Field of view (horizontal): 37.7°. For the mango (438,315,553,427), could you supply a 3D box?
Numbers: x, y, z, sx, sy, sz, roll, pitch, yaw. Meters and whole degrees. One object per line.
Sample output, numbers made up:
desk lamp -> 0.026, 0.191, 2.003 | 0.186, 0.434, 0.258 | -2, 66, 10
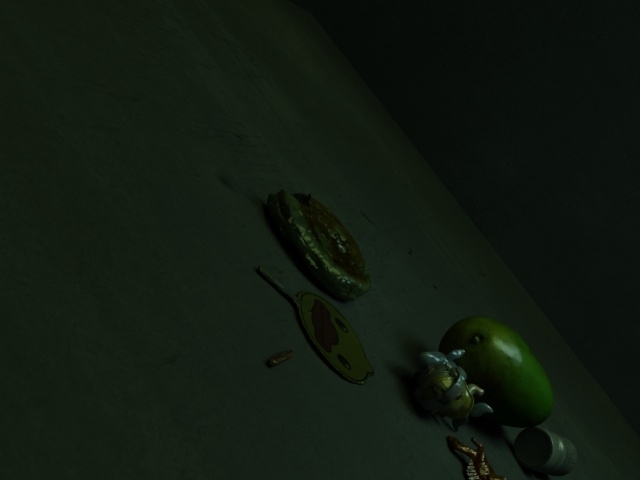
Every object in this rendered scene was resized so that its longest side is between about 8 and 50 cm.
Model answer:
mango -> 0.411, 0.316, 2.175 | 0.382, 0.225, 0.201 | 44, 58, -37

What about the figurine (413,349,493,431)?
figurine -> 0.270, 0.314, 1.974 | 0.208, 0.128, 0.184 | 51, 19, -13

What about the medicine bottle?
medicine bottle -> 0.549, 0.515, 2.279 | 0.168, 0.105, 0.105 | 29, 27, -50

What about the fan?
fan -> -0.002, 0.159, 1.802 | 0.335, 0.011, 0.229 | 43, 19, -22

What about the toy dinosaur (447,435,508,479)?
toy dinosaur -> 0.343, 0.490, 1.907 | 0.142, 0.057, 0.212 | 25, 27, -31

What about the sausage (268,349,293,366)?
sausage -> -0.065, 0.196, 1.563 | 0.015, 0.015, 0.100 | 53, 17, 9

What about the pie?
pie -> 0.005, 0.006, 2.046 | 0.302, 0.067, 0.302 | 44, 19, -19
